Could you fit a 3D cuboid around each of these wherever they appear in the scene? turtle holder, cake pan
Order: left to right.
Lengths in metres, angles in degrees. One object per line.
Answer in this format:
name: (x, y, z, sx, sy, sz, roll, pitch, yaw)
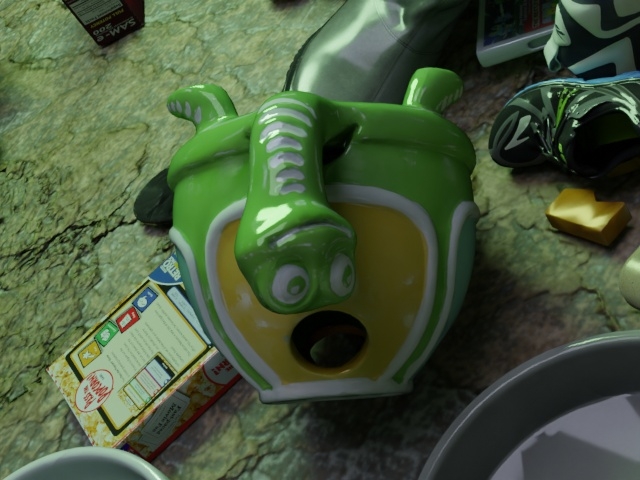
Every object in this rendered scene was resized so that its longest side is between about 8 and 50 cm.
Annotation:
turtle holder: (0.016, 0.001, 0.821, 0.320, 0.243, 0.228, 155, 114, -66)
cake pan: (0.192, 0.192, 0.701, 0.293, 0.054, 0.293, -19, 46, 21)

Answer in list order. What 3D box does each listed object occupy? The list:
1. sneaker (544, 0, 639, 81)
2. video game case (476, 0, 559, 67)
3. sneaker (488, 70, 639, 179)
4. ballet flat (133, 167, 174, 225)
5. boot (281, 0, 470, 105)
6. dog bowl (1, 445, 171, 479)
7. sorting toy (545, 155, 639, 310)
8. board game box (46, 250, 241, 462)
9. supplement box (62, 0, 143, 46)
sneaker: (0.292, -0.171, 0.925, 0.234, 0.153, 0.094, -7, 63, -17)
video game case: (0.239, -0.256, 1.066, 0.183, 0.023, 0.201, -15, 41, 24)
sneaker: (0.201, -0.088, 0.898, 0.188, 0.067, 0.078, -5, 34, 52)
ballet flat: (-0.117, -0.060, 1.150, 0.173, 0.049, 0.058, -26, 76, 18)
boot: (0.092, -0.210, 1.011, 0.222, 0.118, 0.338, -27, 38, 53)
dog bowl: (-0.184, 0.294, 0.834, 0.264, 0.104, 0.265, -18, 46, 20)
sorting toy: (0.325, -0.023, 0.813, 0.229, 0.041, 0.307, -47, 36, -14)
board game box: (-0.142, 0.099, 1.017, 0.193, 0.045, 0.147, -42, 43, -4)
supplement box: (-0.314, -0.375, 1.402, 0.073, 0.239, 0.130, -23, 44, 14)
